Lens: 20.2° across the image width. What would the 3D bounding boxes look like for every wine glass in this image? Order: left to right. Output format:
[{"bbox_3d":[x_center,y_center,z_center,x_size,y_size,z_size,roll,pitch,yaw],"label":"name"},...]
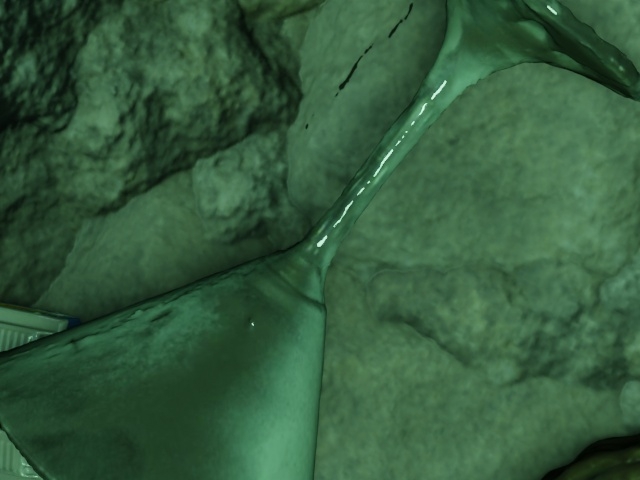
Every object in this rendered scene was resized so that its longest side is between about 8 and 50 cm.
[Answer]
[{"bbox_3d":[0.000,0.000,1.125,0.267,0.267,0.406,38,96,18],"label":"wine glass"}]

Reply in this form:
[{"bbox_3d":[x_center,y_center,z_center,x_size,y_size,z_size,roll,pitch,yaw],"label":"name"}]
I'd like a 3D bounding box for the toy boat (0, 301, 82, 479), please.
[{"bbox_3d":[-0.312,0.097,1.318,0.295,0.088,0.129,9,94,20],"label":"toy boat"}]

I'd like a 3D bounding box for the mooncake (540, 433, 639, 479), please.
[{"bbox_3d":[0.210,0.230,1.096,0.228,0.124,0.228,-1,87,19],"label":"mooncake"}]
